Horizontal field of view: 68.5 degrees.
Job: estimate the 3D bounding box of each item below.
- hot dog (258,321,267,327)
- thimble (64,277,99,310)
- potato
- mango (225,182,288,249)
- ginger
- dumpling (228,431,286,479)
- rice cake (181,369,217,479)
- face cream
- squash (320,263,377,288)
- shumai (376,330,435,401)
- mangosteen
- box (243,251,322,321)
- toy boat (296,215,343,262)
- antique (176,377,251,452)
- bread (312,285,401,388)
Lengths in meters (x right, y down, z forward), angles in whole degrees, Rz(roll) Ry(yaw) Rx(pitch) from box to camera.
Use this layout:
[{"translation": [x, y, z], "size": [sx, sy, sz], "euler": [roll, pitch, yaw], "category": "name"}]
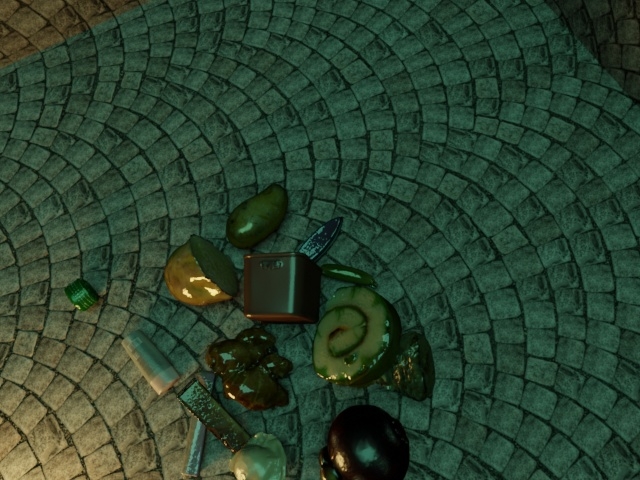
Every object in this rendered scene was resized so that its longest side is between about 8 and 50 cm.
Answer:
[{"translation": [-0.241, 0.298, 1.933], "size": [0.049, 0.037, 0.122], "euler": [-5, 77, -10], "category": "hot dog"}, {"translation": [-0.995, 0.225, 1.961], "size": [0.090, 0.118, 0.130], "euler": [-40, 92, -13], "category": "thimble"}, {"translation": [-0.507, 0.154, 1.906], "size": [0.237, 0.301, 0.289], "euler": [-34, 38, 13], "category": "potato"}, {"translation": [-0.261, -0.098, 2.004], "size": [0.329, 0.175, 0.177], "euler": [-39, 114, -25], "category": "mango"}, {"translation": [-0.261, 0.503, 1.813], "size": [0.274, 0.152, 0.357], "euler": [-29, 72, -26], "category": "ginger"}, {"translation": [-0.218, 0.800, 1.710], "size": [0.258, 0.147, 0.193], "euler": [10, 60, 38], "category": "dumpling"}, {"translation": [-0.462, 0.701, 1.798], "size": [0.070, 0.064, 0.399], "euler": [7, 72, -4], "category": "rice cake"}, {"translation": [-0.682, 0.482, 1.879], "size": [0.107, 0.073, 0.269], "euler": [-44, 75, -5], "category": "face cream"}, {"translation": [0.117, 0.140, 1.944], "size": [0.252, 0.066, 0.066], "euler": [12, 73, 6], "category": "squash"}, {"translation": [0.313, 0.477, 1.786], "size": [0.218, 0.189, 0.256], "euler": [-12, 87, 18], "category": "shumai"}, {"translation": [0.140, 0.744, 1.631], "size": [0.347, 0.307, 0.307], "euler": [-38, 73, 9], "category": "mangosteen"}, {"translation": [-0.137, 0.193, 1.794], "size": [0.239, 0.339, 0.230], "euler": [-3, 75, 13], "category": "box"}, {"translation": [0.000, 0.000, 1.999], "size": [0.096, 0.062, 0.299], "euler": [39, 78, 15], "category": "toy boat"}, {"translation": [-0.395, 0.653, 1.751], "size": [0.310, 0.087, 0.093], "euler": [46, 68, -2], "category": "antique"}, {"translation": [0.119, 0.351, 1.775], "size": [0.366, 0.129, 0.382], "euler": [-38, 47, 14], "category": "bread"}]
